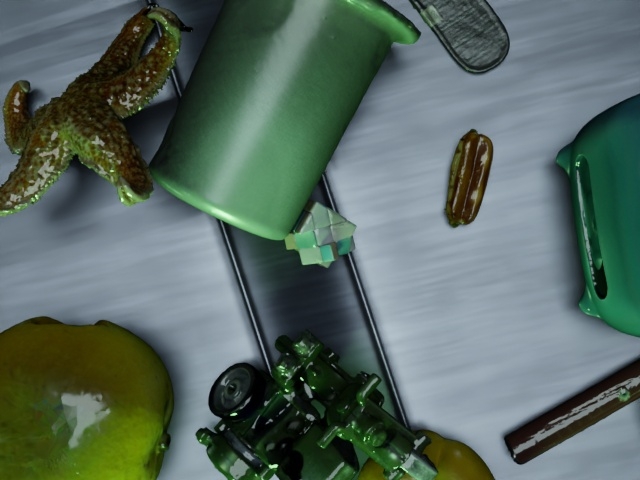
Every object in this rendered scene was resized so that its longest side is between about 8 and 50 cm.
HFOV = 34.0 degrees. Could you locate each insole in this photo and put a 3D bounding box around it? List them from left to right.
[{"bbox_3d":[0.124,-0.337,1.294,0.110,0.012,0.309,-34,86,-2],"label":"insole"}]

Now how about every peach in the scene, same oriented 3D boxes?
[{"bbox_3d":[0.125,0.308,1.210,0.179,0.103,0.179,0,84,1],"label":"peach"}]

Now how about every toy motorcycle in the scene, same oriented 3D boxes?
[{"bbox_3d":[-0.013,0.220,1.174,0.205,0.127,0.275,-50,46,-3],"label":"toy motorcycle"}]

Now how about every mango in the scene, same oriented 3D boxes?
[{"bbox_3d":[-0.336,0.234,1.183,0.365,0.182,0.252,-29,87,-1],"label":"mango"}]

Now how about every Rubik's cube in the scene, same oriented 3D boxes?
[{"bbox_3d":[-0.001,-0.001,1.244,0.084,0.075,0.073,33,85,2],"label":"Rubik's cube"}]

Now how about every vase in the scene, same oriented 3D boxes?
[{"bbox_3d":[-0.053,-0.162,1.195,0.245,0.245,0.291,26,97,3],"label":"vase"}]

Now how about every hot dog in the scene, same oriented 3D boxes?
[{"bbox_3d":[0.178,-0.074,1.268,0.049,0.037,0.122,15,92,-9],"label":"hot dog"}]

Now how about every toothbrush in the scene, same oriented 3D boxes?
[{"bbox_3d":[0.382,0.164,1.245,0.364,0.041,0.040,-29,86,-1],"label":"toothbrush"}]

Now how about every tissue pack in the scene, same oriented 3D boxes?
[{"bbox_3d":[0.390,-0.026,1.176,0.206,0.198,0.287,-9,89,-1],"label":"tissue pack"}]

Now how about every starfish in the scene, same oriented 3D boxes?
[{"bbox_3d":[-0.258,-0.148,1.181,0.303,0.312,0.113,-33,131,11],"label":"starfish"}]
